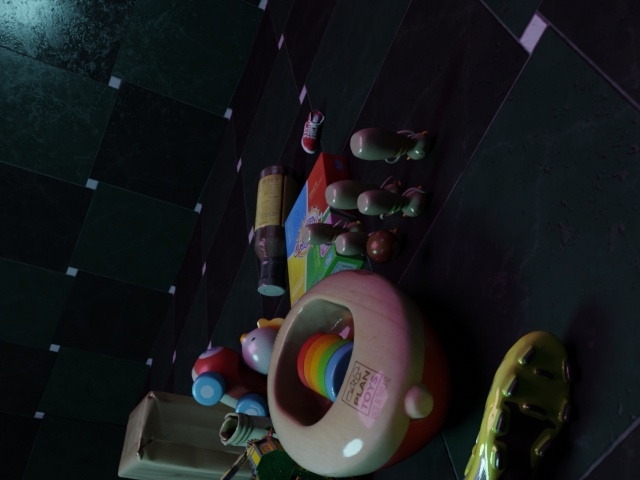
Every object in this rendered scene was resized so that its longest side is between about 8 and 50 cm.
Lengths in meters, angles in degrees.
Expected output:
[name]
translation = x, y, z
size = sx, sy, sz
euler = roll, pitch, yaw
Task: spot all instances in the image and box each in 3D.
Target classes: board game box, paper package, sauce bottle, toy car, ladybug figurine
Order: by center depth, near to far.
[ladybug figurine]
translation = 0.058, 0.203, 1.052
size = 0.305, 0.162, 0.449
euler = -69, 21, -3
[board game box]
translation = 0.000, 0.000, 1.516
size = 0.316, 0.064, 0.242
euler = -97, 27, -44
[toy car]
translation = -0.162, 0.271, 1.629
size = 0.238, 0.210, 0.219
euler = -59, 6, 6
[paper package]
translation = -0.322, 0.507, 1.730
size = 0.325, 0.310, 0.168
euler = 135, 145, -56
[sauce bottle]
translation = -0.118, -0.027, 1.789
size = 0.111, 0.111, 0.344
euler = 133, 146, -56

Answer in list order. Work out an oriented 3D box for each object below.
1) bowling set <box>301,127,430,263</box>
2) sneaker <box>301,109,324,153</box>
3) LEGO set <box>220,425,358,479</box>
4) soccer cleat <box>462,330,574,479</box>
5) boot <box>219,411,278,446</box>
[bowling set]
translation = 0.105, -0.032, 1.182
size = 0.287, 0.154, 0.199
euler = -58, 46, 41
[sneaker]
translation = -0.018, -0.282, 1.775
size = 0.067, 0.042, 0.118
euler = 121, 156, -49
[LEGO set]
translation = -0.081, 0.473, 1.184
size = 0.192, 0.255, 0.331
euler = -165, 91, -71
[soccer cleat]
translation = 0.199, 0.236, 0.776
size = 0.121, 0.094, 0.289
euler = -165, 88, -77
[boot]
translation = -0.136, 0.418, 1.484
size = 0.213, 0.165, 0.077
euler = 134, 144, -56
